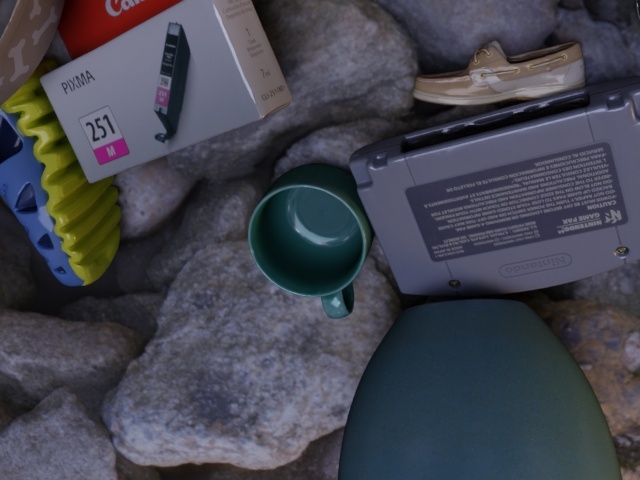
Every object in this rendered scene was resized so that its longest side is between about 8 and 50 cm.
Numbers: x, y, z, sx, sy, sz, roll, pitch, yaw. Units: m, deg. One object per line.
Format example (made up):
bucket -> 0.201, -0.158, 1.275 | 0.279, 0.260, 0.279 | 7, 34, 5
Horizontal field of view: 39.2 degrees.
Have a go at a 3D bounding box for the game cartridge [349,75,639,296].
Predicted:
game cartridge -> 0.199, -0.038, 0.909 | 0.297, 0.062, 0.198 | -12, 127, 20

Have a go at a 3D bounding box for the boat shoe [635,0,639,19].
boat shoe -> 0.365, -0.273, 0.782 | 0.081, 0.069, 0.228 | 32, 118, -1

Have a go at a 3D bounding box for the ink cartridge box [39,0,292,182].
ink cartridge box -> -0.184, -0.203, 0.896 | 0.275, 0.060, 0.239 | -14, 106, 40

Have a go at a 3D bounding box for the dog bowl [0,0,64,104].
dog bowl -> -0.407, -0.268, 0.888 | 0.348, 0.102, 0.349 | -1, 86, 17

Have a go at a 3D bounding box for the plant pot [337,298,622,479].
plant pot -> 0.158, 0.168, 0.951 | 0.290, 0.290, 0.195 | -6, 77, 16

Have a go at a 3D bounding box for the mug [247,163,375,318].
mug -> -0.007, -0.006, 0.983 | 0.129, 0.097, 0.158 | 17, 118, 5

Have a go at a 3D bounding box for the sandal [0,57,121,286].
sandal -> -0.333, -0.093, 1.016 | 0.138, 0.126, 0.317 | -17, 100, 21

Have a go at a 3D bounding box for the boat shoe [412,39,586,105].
boat shoe -> 0.174, -0.168, 0.887 | 0.170, 0.063, 0.059 | -3, 111, 5

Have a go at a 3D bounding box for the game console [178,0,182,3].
game console -> -0.150, -0.279, 0.899 | 0.213, 0.044, 0.361 | 38, 129, 14
